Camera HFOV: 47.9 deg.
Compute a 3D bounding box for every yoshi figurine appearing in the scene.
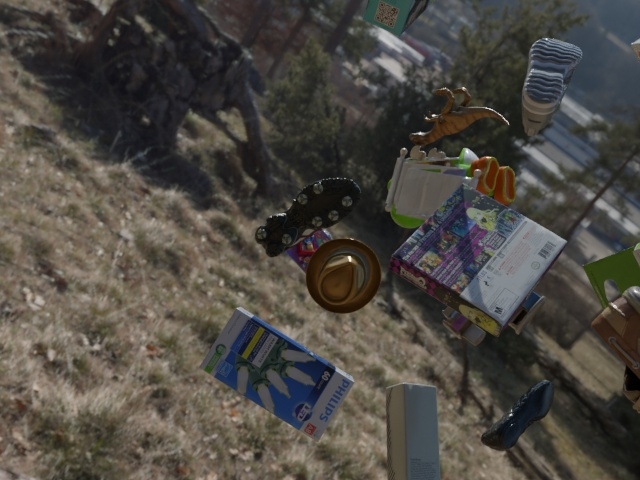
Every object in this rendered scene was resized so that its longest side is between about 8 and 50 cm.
[{"bbox_3d":[0.329,-0.115,1.958,0.203,0.362,0.203,-36,112,-41],"label":"yoshi figurine"}]

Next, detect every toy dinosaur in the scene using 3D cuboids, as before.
[{"bbox_3d":[0.264,-0.234,1.353,0.064,0.212,0.112,-1,79,-47],"label":"toy dinosaur"}]

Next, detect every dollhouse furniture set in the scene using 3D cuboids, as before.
[{"bbox_3d":[0.505,0.163,2.119,0.198,0.286,0.303,38,-6,28],"label":"dollhouse furniture set"}]

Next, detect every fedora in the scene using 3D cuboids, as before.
[{"bbox_3d":[0.050,0.091,1.705,0.194,0.194,0.079,36,16,1],"label":"fedora"}]

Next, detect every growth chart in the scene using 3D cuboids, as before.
[{"bbox_3d":[0.237,-0.114,1.553,0.237,0.172,0.021,22,0,45],"label":"growth chart"}]

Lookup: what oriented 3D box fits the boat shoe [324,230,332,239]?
[{"bbox_3d":[0.000,0.000,2.133,0.076,0.083,0.226,-25,48,-15],"label":"boat shoe"}]

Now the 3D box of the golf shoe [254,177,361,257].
[{"bbox_3d":[-0.023,-0.062,1.643,0.105,0.273,0.120,62,19,2],"label":"golf shoe"}]

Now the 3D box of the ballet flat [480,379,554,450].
[{"bbox_3d":[0.316,0.270,1.139,0.173,0.049,0.057,-29,107,-36],"label":"ballet flat"}]

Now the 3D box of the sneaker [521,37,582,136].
[{"bbox_3d":[0.475,-0.334,1.538,0.105,0.115,0.281,23,51,15],"label":"sneaker"}]

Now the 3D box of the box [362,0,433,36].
[{"bbox_3d":[0.146,-0.388,1.021,0.060,0.100,0.244,29,47,10],"label":"box"}]

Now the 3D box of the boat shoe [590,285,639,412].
[{"bbox_3d":[0.548,0.229,1.171,0.324,0.116,0.123,57,9,-6],"label":"boat shoe"}]

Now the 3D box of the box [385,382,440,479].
[{"bbox_3d":[0.240,0.519,1.887,0.113,0.094,0.275,13,66,-25],"label":"box"}]

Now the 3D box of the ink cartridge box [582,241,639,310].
[{"bbox_3d":[0.714,0.098,1.543,0.097,0.255,0.188,-19,84,-60],"label":"ink cartridge box"}]

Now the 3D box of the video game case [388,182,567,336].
[{"bbox_3d":[0.264,0.024,1.200,0.210,0.041,0.232,33,54,20],"label":"video game case"}]

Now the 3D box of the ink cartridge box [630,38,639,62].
[{"bbox_3d":[0.982,-0.373,1.792,0.395,0.166,0.285,57,7,-9],"label":"ink cartridge box"}]

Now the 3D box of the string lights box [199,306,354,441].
[{"bbox_3d":[-0.080,0.249,1.360,0.260,0.133,0.077,31,-4,1],"label":"string lights box"}]

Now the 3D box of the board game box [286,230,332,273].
[{"bbox_3d":[-0.028,0.002,1.865,0.168,0.033,0.133,48,56,-10],"label":"board game box"}]
